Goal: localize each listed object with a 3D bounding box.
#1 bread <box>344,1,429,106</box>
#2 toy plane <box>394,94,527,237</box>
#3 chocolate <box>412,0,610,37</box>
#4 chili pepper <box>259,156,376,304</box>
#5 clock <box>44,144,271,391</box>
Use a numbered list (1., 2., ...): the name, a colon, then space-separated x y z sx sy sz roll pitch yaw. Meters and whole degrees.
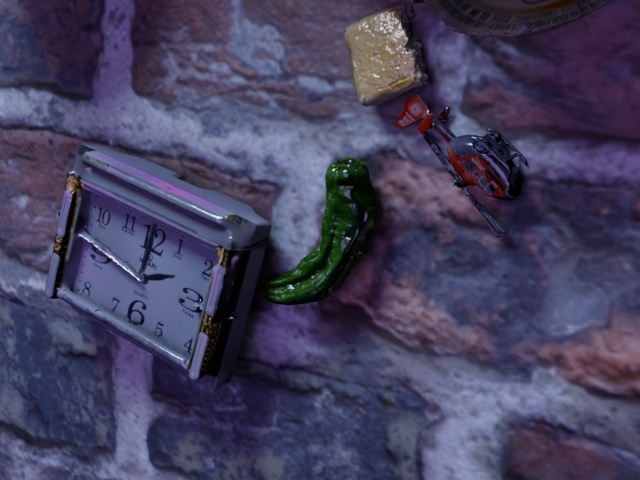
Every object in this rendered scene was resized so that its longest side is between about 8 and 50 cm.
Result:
1. bread: 0.058 -0.166 0.831 0.070 0.035 0.083 -22 79 31
2. toy plane: 0.126 -0.074 0.803 0.145 0.037 0.060 47 128 12
3. chocolate: 0.159 -0.267 0.684 0.221 0.221 0.147 -21 70 32
4. chili pepper: 0.003 0.006 0.881 0.073 0.050 0.182 40 118 12
5. clock: -0.173 0.022 0.968 0.253 0.083 0.186 25 109 25
